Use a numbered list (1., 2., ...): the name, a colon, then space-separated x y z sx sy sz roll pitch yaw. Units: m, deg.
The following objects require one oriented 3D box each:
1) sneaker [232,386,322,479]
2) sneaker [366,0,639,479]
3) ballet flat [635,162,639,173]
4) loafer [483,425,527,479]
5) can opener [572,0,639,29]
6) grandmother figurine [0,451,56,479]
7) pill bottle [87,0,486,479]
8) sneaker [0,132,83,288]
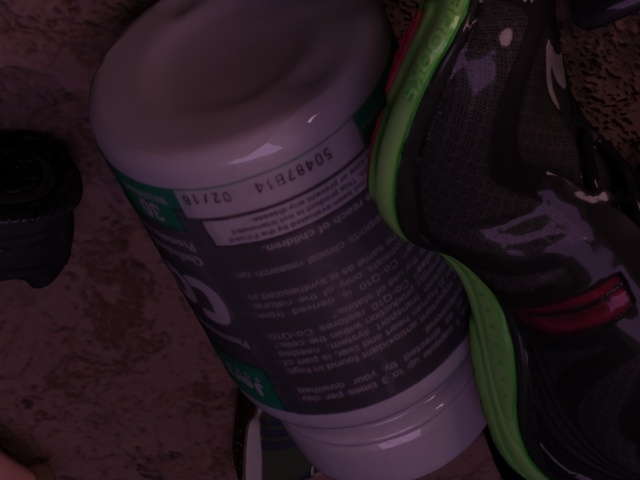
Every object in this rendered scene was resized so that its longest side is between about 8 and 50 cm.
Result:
1. sneaker: -0.023 0.137 1.419 0.086 0.064 0.192 -4 135 -13
2. sneaker: 0.175 -0.003 1.080 0.202 0.185 0.483 8 147 31
3. ballet flat: 0.325 -0.027 1.273 0.095 0.096 0.280 -12 147 41
4. loafer: 0.172 0.138 1.439 0.078 0.080 0.220 -38 133 -15
5. can opener: 0.252 -0.191 1.141 0.186 0.073 0.059 -30 171 20
6. grandmother figurine: -0.365 0.152 1.370 0.208 0.104 0.342 -39 129 17
7. pill bottle: 0.000 0.000 1.187 0.204 0.204 0.361 -17 132 10
8. sneaker: -0.314 0.000 1.228 0.286 0.109 0.130 1 140 -5
